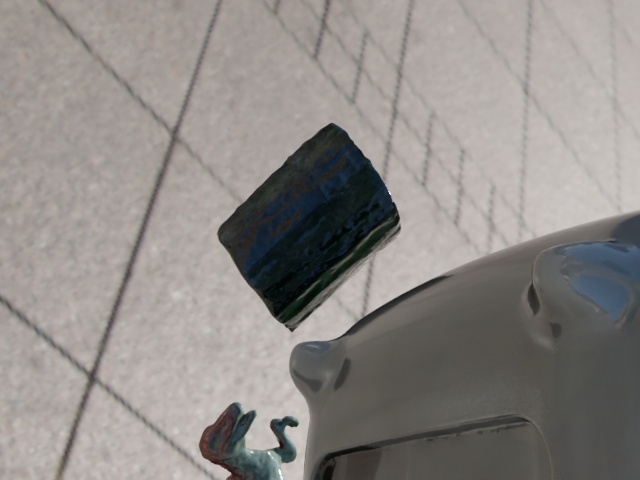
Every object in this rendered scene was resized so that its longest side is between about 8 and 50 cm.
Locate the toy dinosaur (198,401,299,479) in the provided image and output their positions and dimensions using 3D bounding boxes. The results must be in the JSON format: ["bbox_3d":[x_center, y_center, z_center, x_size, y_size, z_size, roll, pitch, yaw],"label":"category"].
[{"bbox_3d":[-0.083,0.237,1.053,0.167,0.242,0.053,28,20,-40],"label":"toy dinosaur"}]

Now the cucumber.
[{"bbox_3d":[0.000,0.000,0.896,0.062,0.115,0.116,47,-3,36],"label":"cucumber"}]

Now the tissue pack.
[{"bbox_3d":[0.129,0.111,0.558,0.235,0.333,0.230,13,71,-22],"label":"tissue pack"}]
